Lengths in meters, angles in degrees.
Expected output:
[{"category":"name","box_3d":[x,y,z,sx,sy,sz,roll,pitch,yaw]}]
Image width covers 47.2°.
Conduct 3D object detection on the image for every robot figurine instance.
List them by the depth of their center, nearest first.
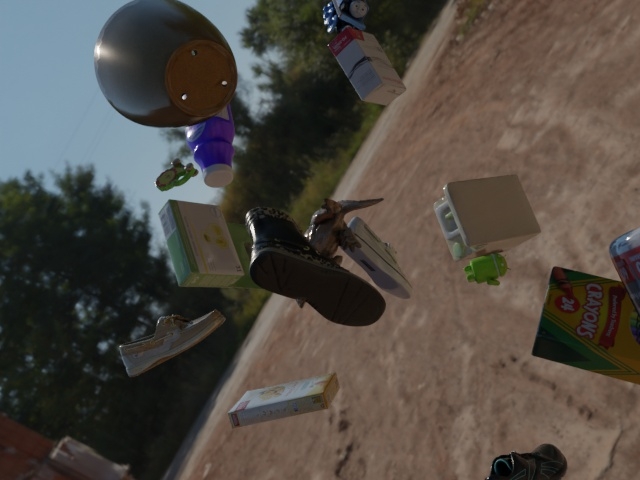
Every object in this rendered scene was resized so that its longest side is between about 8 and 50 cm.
[{"category":"robot figurine","box_3d":[0.433,0.073,1.905,0.067,0.115,0.101,53,-158,-64]}]

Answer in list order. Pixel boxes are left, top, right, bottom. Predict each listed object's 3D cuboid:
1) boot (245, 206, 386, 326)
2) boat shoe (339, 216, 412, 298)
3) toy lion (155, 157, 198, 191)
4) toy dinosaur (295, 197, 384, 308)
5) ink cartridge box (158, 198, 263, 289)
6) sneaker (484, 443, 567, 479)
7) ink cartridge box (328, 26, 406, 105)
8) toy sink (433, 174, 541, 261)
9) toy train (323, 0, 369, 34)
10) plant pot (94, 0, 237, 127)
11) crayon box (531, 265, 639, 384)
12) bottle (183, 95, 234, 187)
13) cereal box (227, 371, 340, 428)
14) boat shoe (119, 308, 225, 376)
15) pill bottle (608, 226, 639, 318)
[{"category":"boot","box_3d":[-0.013,0.036,1.168,0.085,0.237,0.178,-57,25,19]},{"category":"boat shoe","box_3d":[0.150,0.045,1.831,0.096,0.267,0.088,-8,47,55]},{"category":"toy lion","box_3d":[-0.372,-0.161,1.865,0.100,0.034,0.096,20,64,44]},{"category":"toy dinosaur","box_3d":[0.000,0.000,1.533,0.295,0.127,0.200,-52,5,3]},{"category":"ink cartridge box","box_3d":[-0.188,0.012,1.434,0.056,0.235,0.171,-45,55,36]},{"category":"sneaker","box_3d":[0.405,0.454,1.442,0.101,0.106,0.267,-39,-10,34]},{"category":"ink cartridge box","box_3d":[0.099,-0.361,1.529,0.063,0.150,0.109,-37,-17,30]},{"category":"toy sink","box_3d":[0.357,-0.047,1.676,0.234,0.152,0.131,-10,-17,-34]},{"category":"toy train","box_3d":[0.059,-0.509,1.614,0.105,0.080,0.184,-58,22,27]},{"category":"plant pot","box_3d":[-0.241,-0.288,1.241,0.237,0.237,0.254,-61,31,4]},{"category":"crayon box","box_3d":[0.621,0.183,1.522,0.081,0.319,0.202,85,-155,-47]},{"category":"bottle","box_3d":[-0.255,-0.254,1.685,0.118,0.092,0.282,-35,55,35]},{"category":"cereal box","box_3d":[-0.084,0.382,1.762,0.173,0.240,0.047,-30,-74,-78]},{"category":"boat shoe","box_3d":[-0.221,0.139,1.071,0.170,0.059,0.063,-29,1,8]},{"category":"pill bottle","box_3d":[0.568,0.126,1.003,0.210,0.362,0.210,-21,-11,-4]}]
